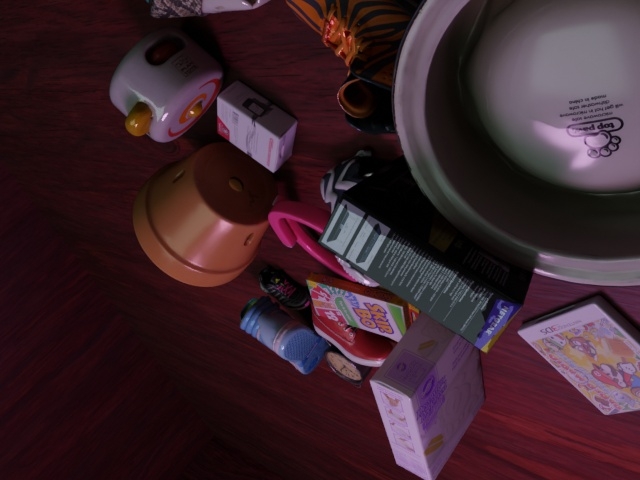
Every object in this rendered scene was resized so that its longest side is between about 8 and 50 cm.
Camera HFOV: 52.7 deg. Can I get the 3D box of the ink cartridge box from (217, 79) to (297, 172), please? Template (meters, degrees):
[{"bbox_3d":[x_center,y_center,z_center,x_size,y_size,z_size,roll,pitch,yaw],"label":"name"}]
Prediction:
[{"bbox_3d":[-0.123,-0.218,1.246,0.150,0.063,0.109,36,150,12],"label":"ink cartridge box"}]

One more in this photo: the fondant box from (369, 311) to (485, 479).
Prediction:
[{"bbox_3d":[0.232,0.309,1.330,0.096,0.238,0.330,20,144,36],"label":"fondant box"}]

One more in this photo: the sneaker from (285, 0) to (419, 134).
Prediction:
[{"bbox_3d":[0.050,-0.259,0.855,0.321,0.180,0.125,31,149,19],"label":"sneaker"}]

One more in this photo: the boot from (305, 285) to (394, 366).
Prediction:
[{"bbox_3d":[0.065,0.192,1.545,0.244,0.088,0.176,26,146,34],"label":"boot"}]

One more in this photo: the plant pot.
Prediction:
[{"bbox_3d":[-0.224,-0.074,1.376,0.291,0.291,0.203,46,134,-6],"label":"plant pot"}]

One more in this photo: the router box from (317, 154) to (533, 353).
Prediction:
[{"bbox_3d":[0.167,-0.007,0.878,0.242,0.309,0.081,33,117,12],"label":"router box"}]

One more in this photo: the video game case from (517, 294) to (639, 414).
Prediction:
[{"bbox_3d":[0.481,0.203,1.102,0.227,0.026,0.206,43,151,-1],"label":"video game case"}]

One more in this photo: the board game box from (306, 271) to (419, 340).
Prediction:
[{"bbox_3d":[0.095,0.148,1.415,0.259,0.039,0.124,12,138,27],"label":"board game box"}]

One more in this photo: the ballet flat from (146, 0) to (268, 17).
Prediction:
[{"bbox_3d":[-0.109,-0.424,0.860,0.182,0.164,0.483,36,146,-7],"label":"ballet flat"}]

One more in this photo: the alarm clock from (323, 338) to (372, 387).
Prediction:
[{"bbox_3d":[0.079,0.333,1.733,0.129,0.064,0.192,20,142,35],"label":"alarm clock"}]

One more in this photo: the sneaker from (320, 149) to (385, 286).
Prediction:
[{"bbox_3d":[0.086,-0.050,1.120,0.153,0.094,0.235,-43,51,52],"label":"sneaker"}]

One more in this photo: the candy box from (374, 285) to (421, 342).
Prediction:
[{"bbox_3d":[0.173,0.160,1.422,0.105,0.027,0.206,25,146,30],"label":"candy box"}]

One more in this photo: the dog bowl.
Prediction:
[{"bbox_3d":[0.288,-0.150,0.669,0.407,0.150,0.408,18,136,18],"label":"dog bowl"}]

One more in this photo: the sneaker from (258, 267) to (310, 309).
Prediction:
[{"bbox_3d":[-0.100,0.121,1.670,0.170,0.063,0.075,28,154,35],"label":"sneaker"}]

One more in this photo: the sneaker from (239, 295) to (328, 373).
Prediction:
[{"bbox_3d":[-0.102,0.243,1.743,0.208,0.127,0.319,32,168,25],"label":"sneaker"}]

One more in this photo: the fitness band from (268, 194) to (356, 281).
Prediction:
[{"bbox_3d":[0.000,0.000,1.315,0.209,0.054,0.291,27,166,21],"label":"fitness band"}]

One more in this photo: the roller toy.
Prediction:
[{"bbox_3d":[-0.282,-0.287,1.214,0.146,0.191,0.209,41,-164,0],"label":"roller toy"}]
